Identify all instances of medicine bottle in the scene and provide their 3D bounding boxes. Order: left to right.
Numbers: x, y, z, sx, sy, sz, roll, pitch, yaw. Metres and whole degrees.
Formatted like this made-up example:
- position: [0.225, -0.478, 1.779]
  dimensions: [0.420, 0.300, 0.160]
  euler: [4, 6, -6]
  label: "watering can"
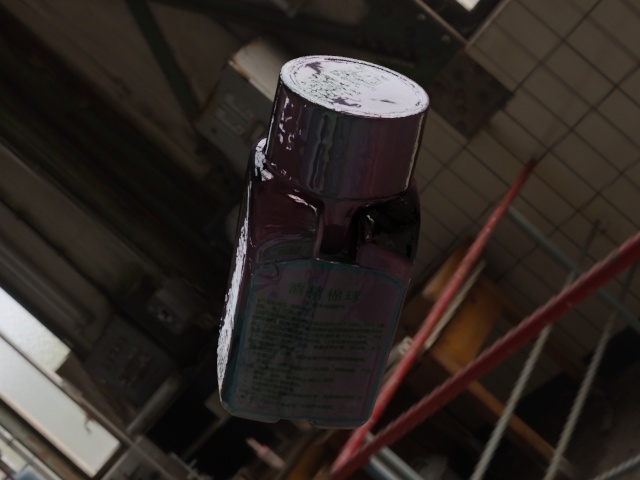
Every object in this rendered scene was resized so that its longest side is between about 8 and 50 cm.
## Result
- position: [0.000, 0.000, 0.517]
  dimensions: [0.119, 0.094, 0.188]
  euler: [-96, 16, -58]
  label: "medicine bottle"
